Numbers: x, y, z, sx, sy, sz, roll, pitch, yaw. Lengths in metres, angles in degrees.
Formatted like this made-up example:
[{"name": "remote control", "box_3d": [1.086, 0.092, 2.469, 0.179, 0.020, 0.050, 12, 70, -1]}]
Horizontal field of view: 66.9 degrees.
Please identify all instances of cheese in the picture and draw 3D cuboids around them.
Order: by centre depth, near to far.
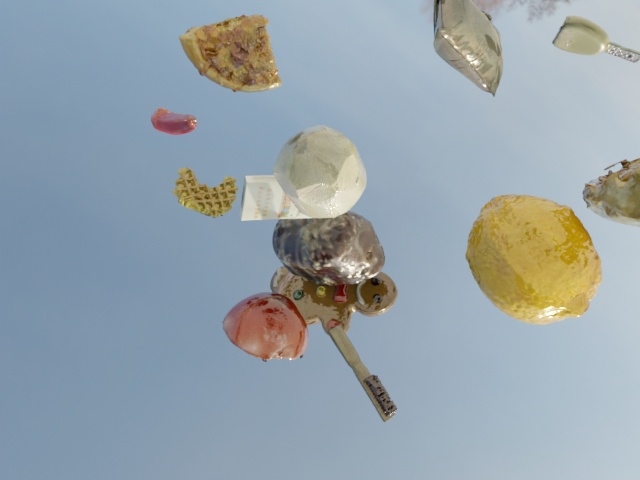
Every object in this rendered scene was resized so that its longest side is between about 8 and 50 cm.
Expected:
[{"name": "cheese", "box_3d": [0.640, -0.452, 1.116, 0.192, 0.097, 0.037, 26, -100, 9]}]

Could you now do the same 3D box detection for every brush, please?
[{"name": "brush", "box_3d": [0.101, 0.306, 1.144, 0.043, 0.036, 0.248, -16, -113, -47]}]

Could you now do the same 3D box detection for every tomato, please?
[{"name": "tomato", "box_3d": [-0.129, 0.192, 1.186, 0.228, 0.112, 0.199, 28, -160, 30]}]

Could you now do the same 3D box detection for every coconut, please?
[{"name": "coconut", "box_3d": [0.000, -0.125, 0.872, 0.162, 0.161, 0.161, 50, -153, -60]}]

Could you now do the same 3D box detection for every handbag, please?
[{"name": "handbag", "box_3d": [0.340, -0.472, 1.121, 0.270, 0.117, 0.182, 23, -120, -41]}]

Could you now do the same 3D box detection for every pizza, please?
[{"name": "pizza", "box_3d": [-0.220, -0.521, 1.339, 0.336, 0.226, 0.086, 13, -142, -46]}]

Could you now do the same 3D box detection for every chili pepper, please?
[{"name": "chili pepper", "box_3d": [-0.369, -0.297, 1.219, 0.071, 0.272, 0.063, 1, -76, -42]}]

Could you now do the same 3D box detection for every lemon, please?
[{"name": "lemon", "box_3d": [0.252, 0.016, 0.590, 0.142, 0.142, 0.187, 4, -132, -29]}]

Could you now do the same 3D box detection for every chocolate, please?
[{"name": "chocolate", "box_3d": [0.000, 0.000, 1.419, 0.210, 0.340, 0.225, 35, -114, -50]}]

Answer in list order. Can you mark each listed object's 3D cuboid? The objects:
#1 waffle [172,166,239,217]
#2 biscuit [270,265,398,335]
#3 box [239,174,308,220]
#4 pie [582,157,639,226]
[{"name": "waffle", "box_3d": [-0.349, -0.151, 1.480, 0.194, 0.051, 0.148, 21, -111, -21]}, {"name": "biscuit", "box_3d": [0.026, 0.167, 1.530, 0.064, 0.432, 0.282, 57, -146, -53]}, {"name": "box", "box_3d": [-0.065, -0.097, 1.085, 0.221, 0.122, 0.032, -3, -130, -19]}, {"name": "pie", "box_3d": [0.475, -0.108, 0.591, 0.315, 0.315, 0.092, -24, -102, -38]}]
